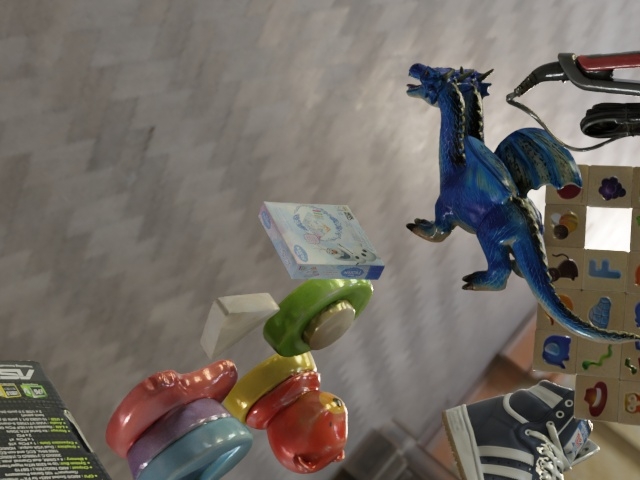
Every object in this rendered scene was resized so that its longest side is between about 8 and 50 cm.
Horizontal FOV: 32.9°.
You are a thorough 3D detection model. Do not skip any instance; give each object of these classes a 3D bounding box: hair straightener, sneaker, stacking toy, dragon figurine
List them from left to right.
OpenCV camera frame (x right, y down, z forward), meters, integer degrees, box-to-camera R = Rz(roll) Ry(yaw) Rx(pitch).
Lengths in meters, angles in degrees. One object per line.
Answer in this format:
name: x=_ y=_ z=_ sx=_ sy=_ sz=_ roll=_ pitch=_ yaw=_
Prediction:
stacking toy: x=-0.050 y=0.170 z=1.150 sx=0.309 sy=0.130 sz=0.279 roll=-12 pitch=148 yaw=-48
dragon figurine: x=0.151 y=-0.040 z=0.879 sx=0.085 sy=0.289 sz=0.144 roll=-8 pitch=128 yaw=-29
sneaker: x=0.230 y=0.256 z=1.129 sx=0.153 sy=0.282 sz=0.099 roll=-21 pitch=125 yaw=5
hair straightener: x=0.244 y=-0.095 z=0.771 sx=0.047 sy=0.230 sz=0.089 roll=-25 pitch=112 yaw=-61

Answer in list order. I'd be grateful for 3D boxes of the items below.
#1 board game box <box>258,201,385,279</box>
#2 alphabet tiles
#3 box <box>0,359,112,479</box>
board game box: x=0.000 y=0.000 z=0.980 sx=0.090 sy=0.090 sz=0.020 roll=3 pitch=128 yaw=-29
alphabet tiles: x=0.299 y=0.050 z=0.989 sx=0.009 sy=0.198 sz=0.237 roll=21 pitch=73 yaw=-73
box: x=-0.169 y=0.111 z=0.416 sx=0.190 sy=0.184 sz=0.045 roll=4 pitch=118 yaw=-39
